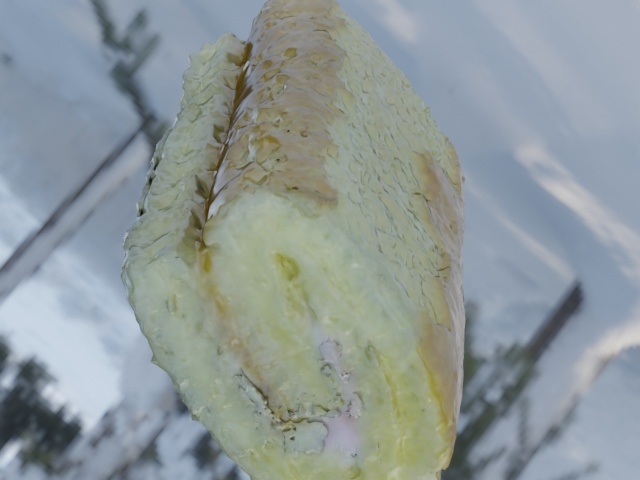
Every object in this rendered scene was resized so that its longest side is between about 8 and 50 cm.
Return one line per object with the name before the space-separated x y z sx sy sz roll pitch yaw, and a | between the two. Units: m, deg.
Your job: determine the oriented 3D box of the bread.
bread | 0.000 0.000 1.145 0.236 0.165 0.375 54 -162 -22
